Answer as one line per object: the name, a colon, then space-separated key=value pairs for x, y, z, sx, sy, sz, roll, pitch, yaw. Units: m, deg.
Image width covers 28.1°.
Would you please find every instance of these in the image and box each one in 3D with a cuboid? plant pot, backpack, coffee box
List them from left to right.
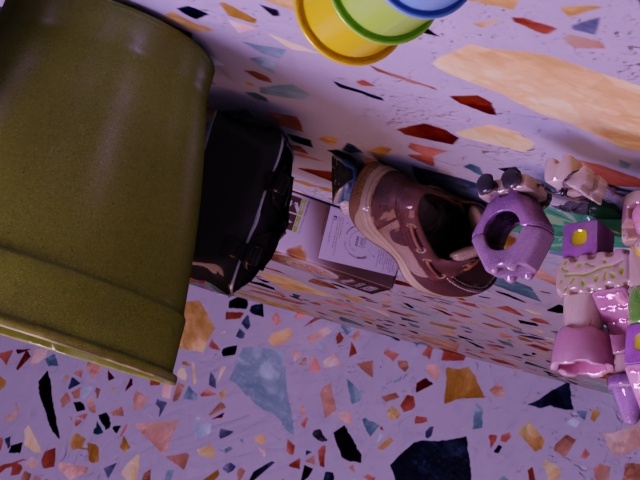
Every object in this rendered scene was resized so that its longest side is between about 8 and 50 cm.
plant pot: x=-0.275 y=-0.067 z=1.369 sx=0.367 sy=0.352 sz=0.366 roll=17 pitch=170 yaw=3
backpack: x=-0.125 y=-0.047 z=1.628 sx=0.191 sy=0.225 sz=0.253 roll=19 pitch=-179 yaw=9
coffee box: x=0.000 y=0.000 z=2.047 sx=0.247 sy=0.098 sz=0.141 roll=19 pitch=171 yaw=-9

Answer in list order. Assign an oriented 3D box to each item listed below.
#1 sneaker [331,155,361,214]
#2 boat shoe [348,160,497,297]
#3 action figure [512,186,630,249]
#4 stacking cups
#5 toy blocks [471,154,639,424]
sneaker: x=0.055 y=-0.075 z=1.688 sx=0.073 sy=0.063 sz=0.162 roll=-3 pitch=171 yaw=11
boat shoe: x=0.171 y=0.000 z=1.691 sx=0.123 sy=0.123 sz=0.342 roll=12 pitch=163 yaw=37
action figure: x=0.329 y=-0.022 z=1.433 sx=0.232 sy=0.063 sz=0.137 roll=4 pitch=164 yaw=28
stacking cups: x=0.085 y=-0.194 z=0.829 sx=0.096 sy=0.096 sz=0.316 roll=21 pitch=166 yaw=-20
toy blocks: x=0.337 y=0.084 z=1.248 sx=0.289 sy=0.260 sz=0.309 roll=-12 pitch=152 yaw=41
